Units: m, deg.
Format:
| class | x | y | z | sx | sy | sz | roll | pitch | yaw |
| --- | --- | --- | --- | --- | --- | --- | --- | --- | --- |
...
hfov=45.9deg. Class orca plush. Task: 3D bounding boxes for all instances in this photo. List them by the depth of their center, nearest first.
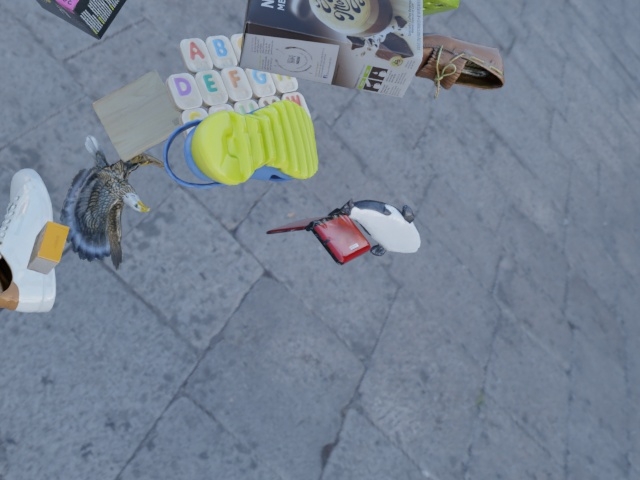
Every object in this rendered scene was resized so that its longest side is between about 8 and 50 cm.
| class | x | y | z | sx | sy | sz | roll | pitch | yaw |
| --- | --- | --- | --- | --- | --- | --- | --- | --- | --- |
| orca plush | 0.135 | -0.048 | 1.955 | 0.287 | 0.151 | 0.102 | 9 | 22 | -33 |

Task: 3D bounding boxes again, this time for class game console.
| class | x | y | z | sx | sy | sz | roll | pitch | yaw |
| --- | --- | --- | --- | --- | --- | --- | --- | --- | --- |
| game console | 0.000 | 0.000 | 1.277 | 0.124 | 0.085 | 0.144 | 52 | 25 | 7 |

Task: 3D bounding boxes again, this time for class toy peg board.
| class | x | y | z | sx | sy | sz | roll | pitch | yaw |
| --- | --- | --- | --- | --- | --- | --- | --- | --- | --- |
| toy peg board | -0.394 | -0.265 | 1.686 | 0.160 | 0.161 | 0.079 | 58 | -4 | 17 |

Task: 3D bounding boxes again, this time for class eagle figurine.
| class | x | y | z | sx | sy | sz | roll | pitch | yaw |
| --- | --- | --- | --- | --- | --- | --- | --- | --- | --- |
| eagle figurine | -0.510 | -0.095 | 1.838 | 0.226 | 0.298 | 0.225 | 31 | -1 | -35 |

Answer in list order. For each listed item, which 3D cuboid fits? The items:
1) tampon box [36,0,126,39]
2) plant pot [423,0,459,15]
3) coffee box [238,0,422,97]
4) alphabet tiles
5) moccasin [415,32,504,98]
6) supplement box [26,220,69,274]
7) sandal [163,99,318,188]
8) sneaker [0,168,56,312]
| class | x | y | z | sx | sy | sz | roll | pitch | yaw |
| --- | --- | --- | --- | --- | --- | --- | --- | --- | --- |
| tampon box | -0.352 | -0.412 | 1.133 | 0.120 | 0.161 | 0.101 | 30 | -6 | 12 |
| plant pot | 0.222 | -0.720 | 2.000 | 0.207 | 0.227 | 0.228 | -15 | 102 | -57 |
| coffee box | 0.018 | -0.370 | 1.304 | 0.297 | 0.119 | 0.168 | 8 | 62 | -9 |
| alphabet tiles | -0.150 | -0.265 | 1.441 | 0.284 | 0.021 | 0.277 | -18 | 85 | -37 |
| moccasin | 0.364 | -0.493 | 2.163 | 0.380 | 0.139 | 0.146 | 5 | 60 | -32 |
| supplement box | -0.438 | 0.013 | 1.213 | 0.036 | 0.098 | 0.062 | 19 | 67 | -25 |
| sandal | -0.115 | -0.138 | 1.123 | 0.317 | 0.138 | 0.126 | -9 | 91 | -58 |
| sneaker | -0.564 | -0.010 | 1.390 | 0.123 | 0.106 | 0.290 | 4 | 61 | -38 |
